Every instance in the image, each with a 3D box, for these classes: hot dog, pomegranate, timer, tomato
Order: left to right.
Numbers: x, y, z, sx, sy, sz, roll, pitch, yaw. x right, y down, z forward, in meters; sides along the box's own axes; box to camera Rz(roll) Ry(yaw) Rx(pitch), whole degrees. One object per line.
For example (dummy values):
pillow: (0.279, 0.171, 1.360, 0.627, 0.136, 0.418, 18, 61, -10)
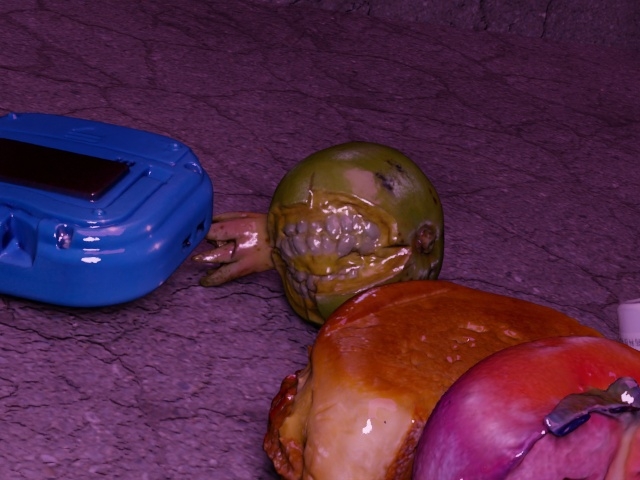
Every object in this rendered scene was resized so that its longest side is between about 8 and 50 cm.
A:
timer: (-0.307, -0.044, 1.677, 0.340, 0.115, 0.309, 12, 29, 14)
pomegranate: (0.000, 0.000, 1.739, 0.302, 0.236, 0.236, -5, 16, 22)
hot dog: (0.102, 0.162, 1.444, 0.405, 0.185, 0.223, -8, 32, -43)
tomato: (0.189, 0.214, 1.261, 0.335, 0.289, 0.176, -7, 29, -37)

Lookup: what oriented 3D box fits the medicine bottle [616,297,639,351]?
medicine bottle: (0.362, 0.185, 1.473, 0.095, 0.260, 0.095, -10, 1, 0)
